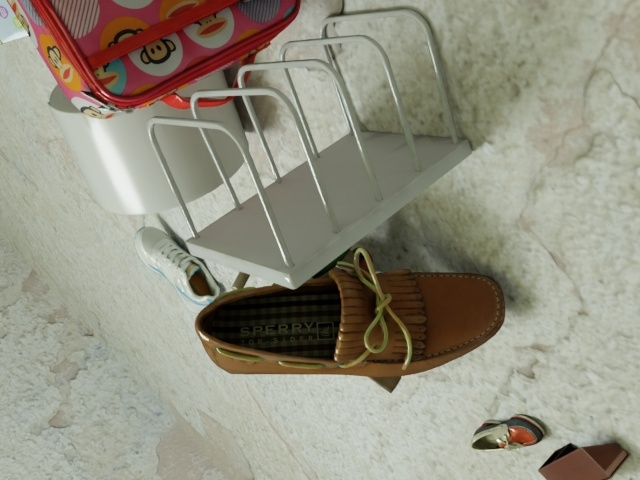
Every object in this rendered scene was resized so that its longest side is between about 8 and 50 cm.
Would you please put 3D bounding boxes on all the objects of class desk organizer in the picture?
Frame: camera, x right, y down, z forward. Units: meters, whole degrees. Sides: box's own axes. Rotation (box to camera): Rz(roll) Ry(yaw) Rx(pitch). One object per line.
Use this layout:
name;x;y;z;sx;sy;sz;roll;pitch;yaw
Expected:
desk organizer;0.344;0.294;1.013;0.050;0.047;0.130;46;152;14

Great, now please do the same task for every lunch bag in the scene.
lunch bag;-0.174;-0.264;0.849;0.120;0.293;0.258;-8;114;59

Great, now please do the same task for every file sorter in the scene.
file sorter;-0.015;-0.110;0.822;0.193;0.277;0.173;13;132;49

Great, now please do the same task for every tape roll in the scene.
tape roll;-0.243;-0.174;1.117;0.246;0.246;0.169;22;140;43

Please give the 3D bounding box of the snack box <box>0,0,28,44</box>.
snack box;-0.402;-0.357;1.126;0.207;0.174;0.070;-7;123;20

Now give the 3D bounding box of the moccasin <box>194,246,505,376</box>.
moccasin;0.036;0.092;0.951;0.380;0.139;0.147;0;162;7

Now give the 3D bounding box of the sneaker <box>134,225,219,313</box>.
sneaker;-0.303;0.052;1.653;0.229;0.087;0.092;46;145;-5

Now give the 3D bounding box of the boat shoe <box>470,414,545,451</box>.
boat shoe;0.269;0.285;1.115;0.049;0.043;0.137;55;151;-3

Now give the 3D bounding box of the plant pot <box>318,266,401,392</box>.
plant pot;0.038;0.116;1.144;0.237;0.110;0.237;35;174;4

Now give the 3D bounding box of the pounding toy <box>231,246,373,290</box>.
pounding toy;0.000;0.000;1.080;0.110;0.183;0.237;31;151;-29
